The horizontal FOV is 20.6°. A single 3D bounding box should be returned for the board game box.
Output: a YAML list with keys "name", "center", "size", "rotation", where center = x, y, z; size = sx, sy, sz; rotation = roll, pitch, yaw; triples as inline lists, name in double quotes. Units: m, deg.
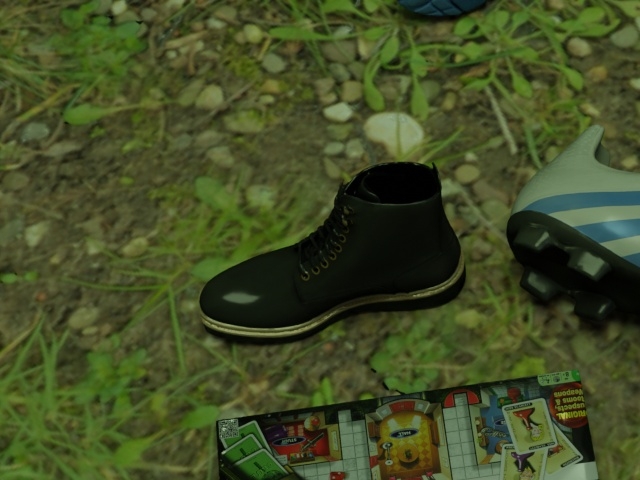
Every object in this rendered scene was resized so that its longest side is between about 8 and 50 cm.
- name: "board game box"
  center: [0.060, 0.169, 1.204]
  size: [0.259, 0.030, 0.136]
  rotation: [-9, 59, 3]

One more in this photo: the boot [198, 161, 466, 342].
- name: "boot"
  center: [0.000, 0.000, 1.254]
  size: [0.198, 0.137, 0.077]
  rotation: [-15, 57, 0]

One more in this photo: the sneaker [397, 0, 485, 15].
- name: "sneaker"
  center: [0.129, -0.251, 1.444]
  size: [0.188, 0.067, 0.078]
  rotation: [-42, 40, -15]

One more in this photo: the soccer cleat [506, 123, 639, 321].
- name: "soccer cleat"
  center: [0.288, 0.019, 1.210]
  size: [0.331, 0.116, 0.143]
  rotation: [28, 66, 24]
